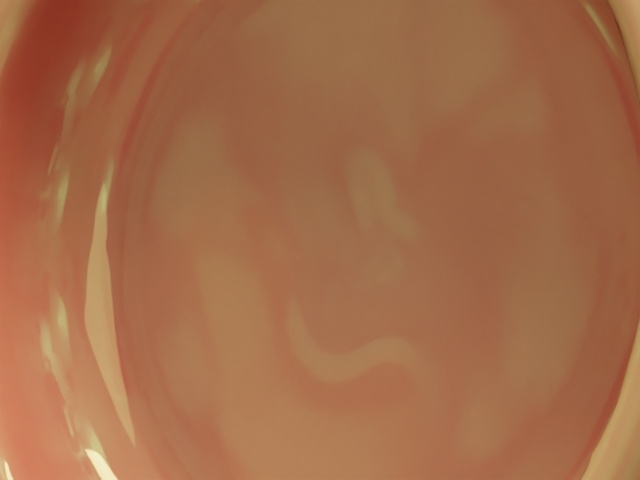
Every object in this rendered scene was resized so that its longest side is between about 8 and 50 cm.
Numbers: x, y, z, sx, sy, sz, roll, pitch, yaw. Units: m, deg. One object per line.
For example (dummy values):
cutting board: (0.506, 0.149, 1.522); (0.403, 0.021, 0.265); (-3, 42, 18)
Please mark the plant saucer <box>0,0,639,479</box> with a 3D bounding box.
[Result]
plant saucer: (0.000, 0.000, 0.622); (0.332, 0.084, 0.332); (-4, 83, 38)
